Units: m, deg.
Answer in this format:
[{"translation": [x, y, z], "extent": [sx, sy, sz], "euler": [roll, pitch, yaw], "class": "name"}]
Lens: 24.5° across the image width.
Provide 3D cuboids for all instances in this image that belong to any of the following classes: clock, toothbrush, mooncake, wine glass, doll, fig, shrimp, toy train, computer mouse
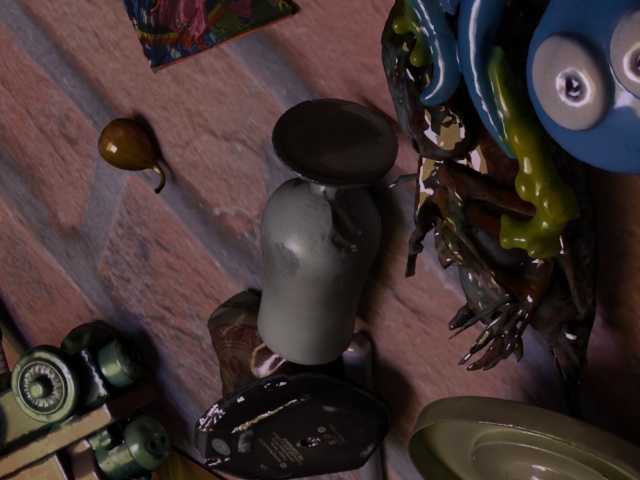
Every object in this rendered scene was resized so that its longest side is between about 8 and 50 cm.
[{"translation": [0.177, 0.187, 1.108], "extent": [0.235, 0.029, 0.235], "euler": [21, 155, 10], "class": "clock"}, {"translation": [0.046, 0.233, 1.406], "extent": [0.030, 0.025, 0.342], "euler": [10, 124, 22], "class": "toothbrush"}, {"translation": [-0.047, 0.123, 1.402], "extent": [0.125, 0.073, 0.130], "euler": [16, 128, 43], "class": "mooncake"}, {"translation": [0.000, 0.000, 1.232], "extent": [0.103, 0.103, 0.231], "euler": [39, 144, 27], "class": "wine glass"}, {"translation": [0.172, -0.170, 0.836], "extent": [0.346, 0.099, 0.341], "euler": [-16, 100, 36], "class": "doll"}, {"translation": [-0.181, -0.082, 1.444], "extent": [0.083, 0.050, 0.050], "euler": [47, 144, 2], "class": "fig"}, {"translation": [0.123, -0.016, 1.059], "extent": [0.172, 0.137, 0.372], "euler": [-112, 13, -73], "class": "shrimp"}, {"translation": [-0.301, 0.234, 1.659], "extent": [0.304, 0.150, 0.221], "euler": [-29, 87, 24], "class": "toy train"}, {"translation": [-0.023, 0.163, 1.330], "extent": [0.192, 0.062, 0.106], "euler": [-17, 129, 23], "class": "computer mouse"}]

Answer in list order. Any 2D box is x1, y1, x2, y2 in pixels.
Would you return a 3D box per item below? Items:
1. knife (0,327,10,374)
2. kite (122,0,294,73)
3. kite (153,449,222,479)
[{"translation": [-0.403, 0.183, 1.839], "extent": [0.089, 0.043, 0.365], "euler": [-50, 56, 46], "class": "knife"}, {"translation": [-0.141, -0.234, 1.310], "extent": [0.321, 0.016, 0.234], "euler": [40, 140, 26], "class": "kite"}, {"translation": [-0.092, 0.374, 1.690], "extent": [0.377, 0.013, 0.327], "euler": [55, 144, 9], "class": "kite"}]
